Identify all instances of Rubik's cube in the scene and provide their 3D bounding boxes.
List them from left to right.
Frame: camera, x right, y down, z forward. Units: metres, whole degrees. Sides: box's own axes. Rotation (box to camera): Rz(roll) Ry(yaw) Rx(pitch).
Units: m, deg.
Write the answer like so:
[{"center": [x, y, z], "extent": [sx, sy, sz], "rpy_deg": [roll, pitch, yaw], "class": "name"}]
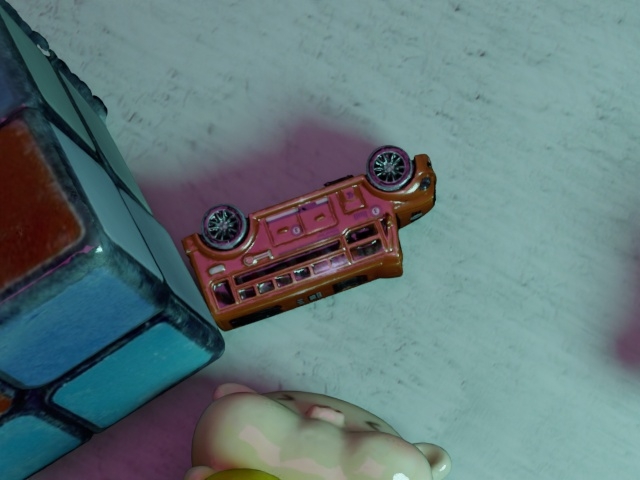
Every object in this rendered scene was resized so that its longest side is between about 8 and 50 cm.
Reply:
[{"center": [-0.316, 0.017, 1.419], "extent": [0.318, 0.316, 0.313], "rpy_deg": [-32, 65, 4], "class": "Rubik's cube"}]

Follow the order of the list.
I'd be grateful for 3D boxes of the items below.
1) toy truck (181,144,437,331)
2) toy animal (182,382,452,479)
[{"center": [0.000, 0.000, 1.549], "extent": [0.253, 0.107, 0.114], "rpy_deg": [-19, 77, 0], "class": "toy truck"}, {"center": [0.016, 0.248, 1.421], "extent": [0.345, 0.277, 0.247], "rpy_deg": [32, 67, 13], "class": "toy animal"}]
